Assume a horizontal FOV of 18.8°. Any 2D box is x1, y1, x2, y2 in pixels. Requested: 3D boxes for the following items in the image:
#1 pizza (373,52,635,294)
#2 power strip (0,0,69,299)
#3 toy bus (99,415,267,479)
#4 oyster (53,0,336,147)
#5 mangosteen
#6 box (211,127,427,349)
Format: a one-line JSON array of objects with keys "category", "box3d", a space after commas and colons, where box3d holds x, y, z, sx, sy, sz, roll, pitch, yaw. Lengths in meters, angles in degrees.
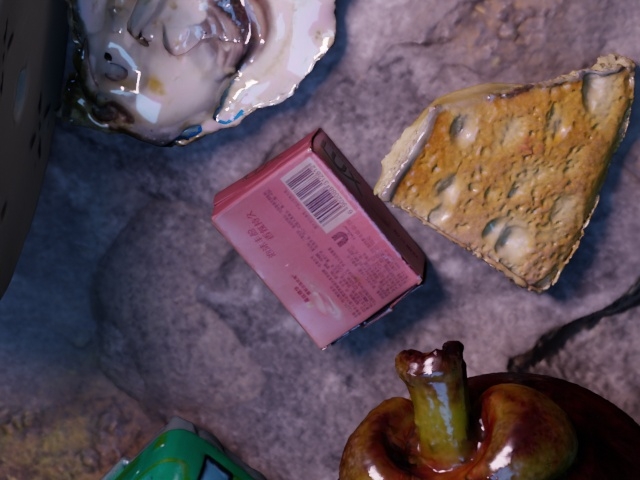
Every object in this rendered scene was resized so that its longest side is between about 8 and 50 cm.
[{"category": "pizza", "box3d": [0.146, -0.077, 1.507, 0.188, 0.080, 0.204, 24, 103, -28]}, {"category": "power strip", "box3d": [-0.288, -0.128, 1.385, 0.161, 0.357, 0.357, 10, 112, 1]}, {"category": "toy bus", "box3d": [-0.058, 0.329, 1.618, 0.343, 0.199, 0.183, 39, 109, -11]}, {"category": "oyster", "box3d": [-0.093, -0.174, 1.487, 0.223, 0.083, 0.214, 0, 121, -13]}, {"category": "mangosteen", "box3d": [0.142, 0.234, 1.499, 0.297, 0.297, 0.293, 20, 144, -2]}, {"category": "box", "box3d": [0.000, 0.000, 1.556, 0.111, 0.060, 0.156, -35, 101, 17]}]
